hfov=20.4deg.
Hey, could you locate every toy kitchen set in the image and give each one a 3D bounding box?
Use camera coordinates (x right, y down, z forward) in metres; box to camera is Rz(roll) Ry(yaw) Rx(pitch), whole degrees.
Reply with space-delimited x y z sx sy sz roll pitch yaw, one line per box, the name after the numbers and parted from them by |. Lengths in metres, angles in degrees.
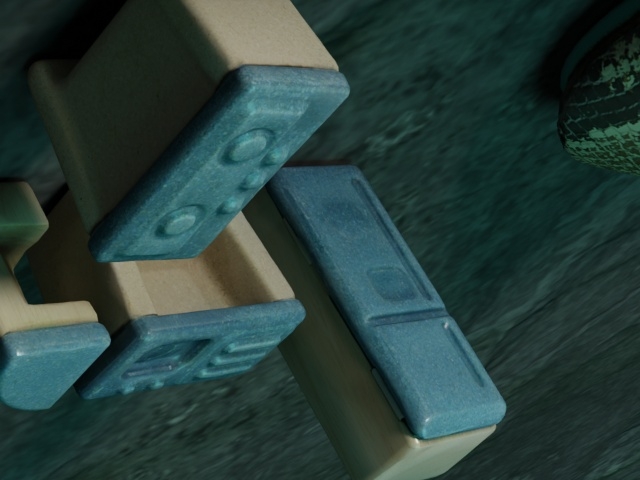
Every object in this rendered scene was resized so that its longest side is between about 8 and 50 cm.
0.000 0.000 0.581 0.207 0.122 0.166 -6 148 -49 | toy kitchen set

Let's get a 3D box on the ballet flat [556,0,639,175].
0.335 -0.114 0.689 0.483 0.182 0.164 -30 157 -1 | ballet flat
